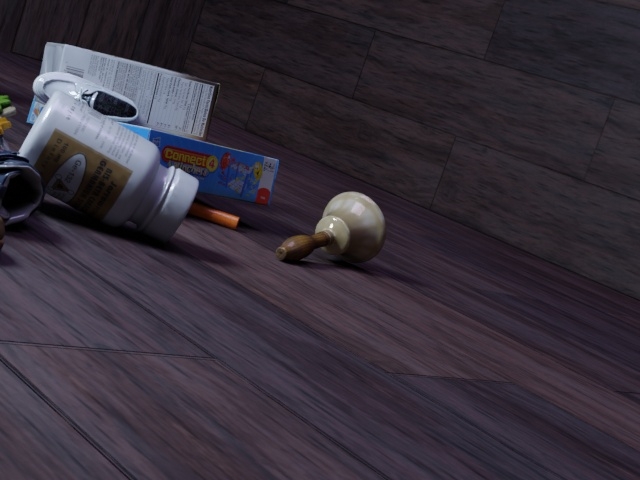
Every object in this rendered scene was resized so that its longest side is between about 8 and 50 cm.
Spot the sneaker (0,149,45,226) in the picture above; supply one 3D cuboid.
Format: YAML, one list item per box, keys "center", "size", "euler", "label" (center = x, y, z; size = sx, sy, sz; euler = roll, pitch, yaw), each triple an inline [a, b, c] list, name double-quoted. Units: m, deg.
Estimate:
- center: [-0.437, -0.084, 1.308]
  size: [0.226, 0.086, 0.163]
  euler: [15, 6, -34]
  label: "sneaker"

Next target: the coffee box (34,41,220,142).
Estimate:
- center: [-0.359, -0.276, 2.052]
  size: [0.297, 0.118, 0.168]
  euler: [11, 6, -27]
  label: "coffee box"

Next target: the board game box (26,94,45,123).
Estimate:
- center: [-0.539, -0.304, 2.303]
  size: [0.103, 0.154, 0.026]
  euler: [18, 7, -9]
  label: "board game box"

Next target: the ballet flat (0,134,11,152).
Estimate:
- center: [-0.468, -0.117, 1.558]
  size: [0.079, 0.077, 0.221]
  euler: [38, 5, -27]
  label: "ballet flat"

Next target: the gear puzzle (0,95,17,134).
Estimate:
- center: [-0.534, -0.183, 1.565]
  size: [0.175, 0.044, 0.339]
  euler: [-25, 29, -24]
  label: "gear puzzle"

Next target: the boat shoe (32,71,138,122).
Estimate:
- center: [-0.401, -0.243, 1.906]
  size: [0.184, 0.066, 0.063]
  euler: [22, -3, -28]
  label: "boat shoe"

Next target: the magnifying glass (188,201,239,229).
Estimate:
- center: [-0.248, -0.064, 1.853]
  size: [0.231, 0.026, 0.092]
  euler: [17, 8, -1]
  label: "magnifying glass"

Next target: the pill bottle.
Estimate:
- center: [-0.289, -0.093, 1.502]
  size: [0.229, 0.131, 0.131]
  euler: [29, 5, -17]
  label: "pill bottle"

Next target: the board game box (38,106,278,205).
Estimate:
- center: [-0.286, -0.146, 1.921]
  size: [0.308, 0.086, 0.302]
  euler: [15, 4, 40]
  label: "board game box"

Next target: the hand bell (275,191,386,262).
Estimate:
- center: [0.000, 0.000, 1.809]
  size: [0.126, 0.126, 0.242]
  euler: [23, 21, 24]
  label: "hand bell"

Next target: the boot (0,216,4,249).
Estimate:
- center: [-0.434, -0.100, 1.196]
  size: [0.305, 0.115, 0.112]
  euler: [37, -6, 22]
  label: "boot"
